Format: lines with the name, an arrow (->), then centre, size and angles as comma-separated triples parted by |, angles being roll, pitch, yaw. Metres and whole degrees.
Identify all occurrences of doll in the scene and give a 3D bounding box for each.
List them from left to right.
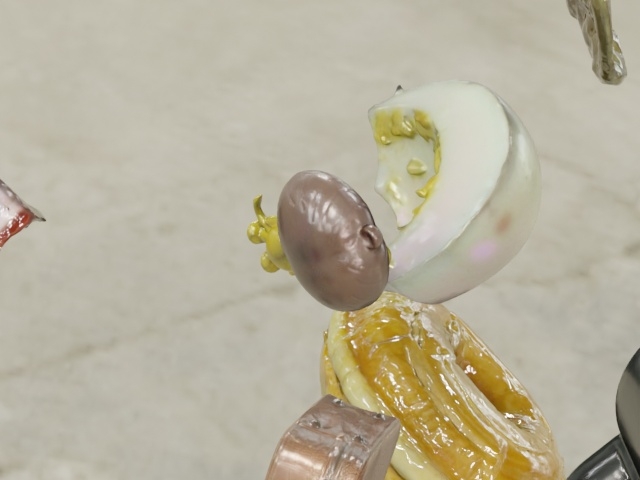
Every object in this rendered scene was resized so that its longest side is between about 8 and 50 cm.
doll -> -0.004, -0.008, 1.652 | 0.096, 0.145, 0.188 | -29, 38, -29

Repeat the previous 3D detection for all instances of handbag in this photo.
handbag -> -0.001, 0.202, 1.309 | 0.072, 0.151, 0.193 | 20, 7, 7

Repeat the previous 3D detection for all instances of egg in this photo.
egg -> 0.148, -0.034, 1.802 | 0.162, 0.206, 0.271 | 45, 30, -38

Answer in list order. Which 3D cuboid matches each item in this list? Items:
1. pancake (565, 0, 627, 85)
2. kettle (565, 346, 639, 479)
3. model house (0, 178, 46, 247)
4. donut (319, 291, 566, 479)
pancake -> 0.278, -0.279, 1.803 | 0.050, 0.242, 0.242 | -13, 26, 8
kettle -> 0.351, 0.222, 1.400 | 0.203, 0.262, 0.308 | 18, 21, -16
model house -> -0.489, 0.000, 2.079 | 0.196, 0.254, 0.160 | 43, -3, -11
donut -> 0.170, 0.254, 2.401 | 0.449, 0.198, 0.449 | 43, 16, -16
